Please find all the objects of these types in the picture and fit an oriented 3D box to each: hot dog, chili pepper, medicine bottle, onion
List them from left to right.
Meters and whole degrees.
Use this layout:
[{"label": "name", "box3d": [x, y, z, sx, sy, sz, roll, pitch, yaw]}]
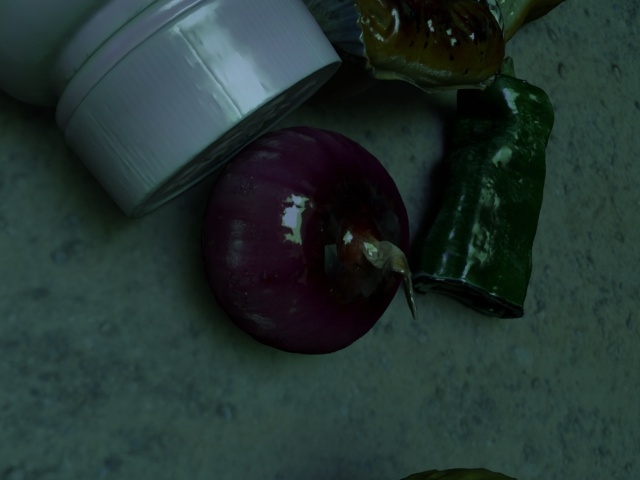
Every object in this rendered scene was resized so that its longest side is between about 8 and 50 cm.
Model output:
[{"label": "medicine bottle", "box3d": [-0.168, -0.219, 0.394, 0.213, 0.213, 0.379, -41, 98, -31]}, {"label": "onion", "box3d": [-0.008, -0.001, 0.465, 0.177, 0.153, 0.177, 12, 64, -26]}, {"label": "hot dog", "box3d": [0.082, -0.206, 0.506, 0.270, 0.081, 0.163, -10, 83, -49]}, {"label": "chili pepper", "box3d": [0.174, -0.066, 0.616, 0.136, 0.099, 0.271, 16, 72, -13]}]

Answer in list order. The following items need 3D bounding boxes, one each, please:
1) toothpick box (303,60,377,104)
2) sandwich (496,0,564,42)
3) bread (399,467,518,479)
[{"label": "toothpick box", "box3d": [-0.004, -0.214, 0.552, 0.098, 0.098, 0.149, -6, 80, -31]}, {"label": "sandwich", "box3d": [0.185, -0.346, 0.702, 0.251, 0.087, 0.226, -40, 99, -31]}, {"label": "bread", "box3d": [0.085, 0.336, 0.326, 0.308, 0.348, 0.348, 45, 60, -18]}]
